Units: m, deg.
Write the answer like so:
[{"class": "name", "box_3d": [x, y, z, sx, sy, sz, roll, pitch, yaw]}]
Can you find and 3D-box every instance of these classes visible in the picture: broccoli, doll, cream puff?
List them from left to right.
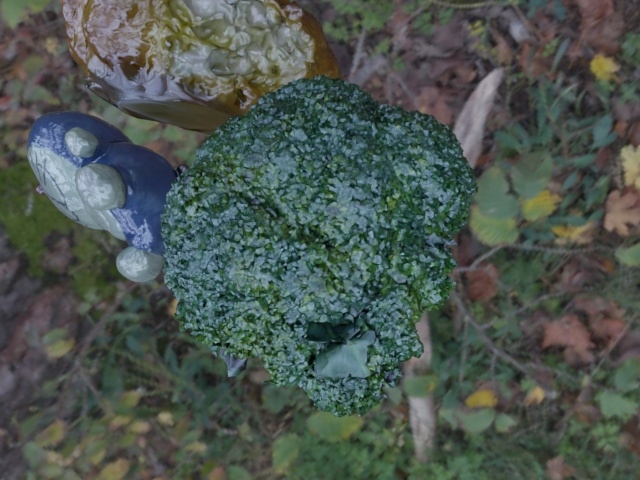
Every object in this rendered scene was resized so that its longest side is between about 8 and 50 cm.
[{"class": "doll", "box_3d": [-0.286, -0.077, 1.316, 0.258, 0.154, 0.228, 22, 150, 38]}, {"class": "cream puff", "box_3d": [-0.114, -0.172, 0.910, 0.241, 0.155, 0.269, 9, 166, 29]}, {"class": "broccoli", "box_3d": [0.000, 0.000, 0.561, 0.195, 0.195, 0.156, 1, 139, 39]}]
